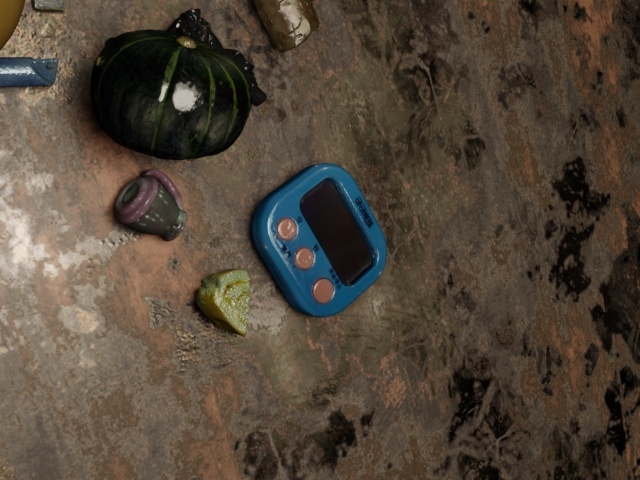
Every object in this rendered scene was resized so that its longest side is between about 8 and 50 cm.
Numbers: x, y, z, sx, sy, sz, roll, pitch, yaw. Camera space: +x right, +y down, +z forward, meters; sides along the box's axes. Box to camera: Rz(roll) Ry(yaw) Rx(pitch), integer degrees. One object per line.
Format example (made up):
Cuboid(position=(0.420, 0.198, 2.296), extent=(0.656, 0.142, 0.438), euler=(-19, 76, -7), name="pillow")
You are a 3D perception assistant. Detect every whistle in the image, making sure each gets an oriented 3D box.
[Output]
Cuboid(position=(-0.655, -0.318, 1.368), extent=(0.304, 0.062, 0.062), euler=(-11, 94, -34), name="whistle")

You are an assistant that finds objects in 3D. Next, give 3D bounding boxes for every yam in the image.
Cuboid(position=(-0.096, -0.579, 1.717), extent=(0.128, 0.129, 0.238), euler=(-36, 107, -29), name="yam")

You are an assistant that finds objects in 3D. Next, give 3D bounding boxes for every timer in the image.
Cuboid(position=(0.000, 0.000, 1.768), extent=(0.309, 0.115, 0.340), euler=(-39, 109, -28), name="timer")

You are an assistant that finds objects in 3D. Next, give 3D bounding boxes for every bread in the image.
Cuboid(position=(-0.222, 0.139, 1.619), extent=(0.110, 0.103, 0.156), euler=(7, 77, -39), name="bread")

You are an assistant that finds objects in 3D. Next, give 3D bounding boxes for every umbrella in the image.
Cuboid(position=(-0.226, -0.408, 1.639), extent=(0.110, 0.122, 0.272), euler=(-46, 121, 9), name="umbrella")

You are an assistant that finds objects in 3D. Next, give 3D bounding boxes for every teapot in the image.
Cuboid(position=(-0.359, -0.069, 1.549), extent=(0.116, 0.148, 0.146), euler=(-42, 129, 10), name="teapot")

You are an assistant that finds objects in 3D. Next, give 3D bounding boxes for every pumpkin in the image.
Cuboid(position=(-0.301, -0.293, 1.455), extent=(0.323, 0.323, 0.241), euler=(7, 110, -34), name="pumpkin")

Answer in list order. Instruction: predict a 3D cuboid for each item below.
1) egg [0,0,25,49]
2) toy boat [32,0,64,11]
Cuboid(position=(-0.648, -0.465, 1.264), extent=(0.250, 0.250, 0.322), euler=(-6, 94, -34), name="egg")
Cuboid(position=(-0.560, -0.525, 1.468), extent=(0.063, 0.016, 0.114), euler=(-7, 93, -35), name="toy boat")
